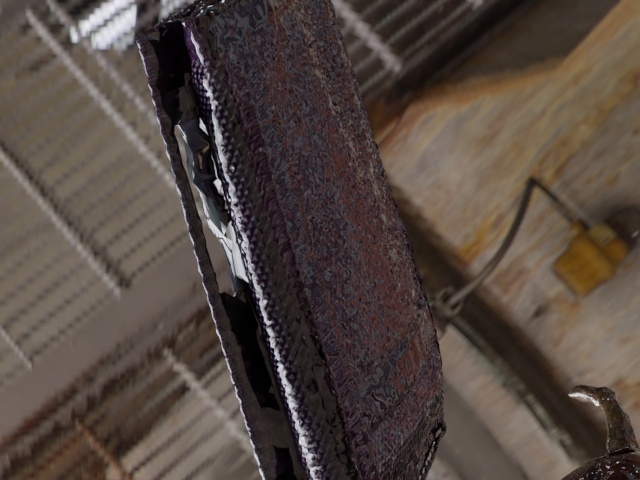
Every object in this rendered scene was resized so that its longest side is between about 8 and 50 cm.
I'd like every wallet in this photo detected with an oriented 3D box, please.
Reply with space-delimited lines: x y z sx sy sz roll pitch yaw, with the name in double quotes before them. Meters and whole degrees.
"wallet" 0.001 0.000 0.573 0.030 0.111 0.166 -9 -73 25

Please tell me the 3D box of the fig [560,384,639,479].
"fig" 0.172 0.177 1.020 0.149 0.148 0.202 38 -115 -3
